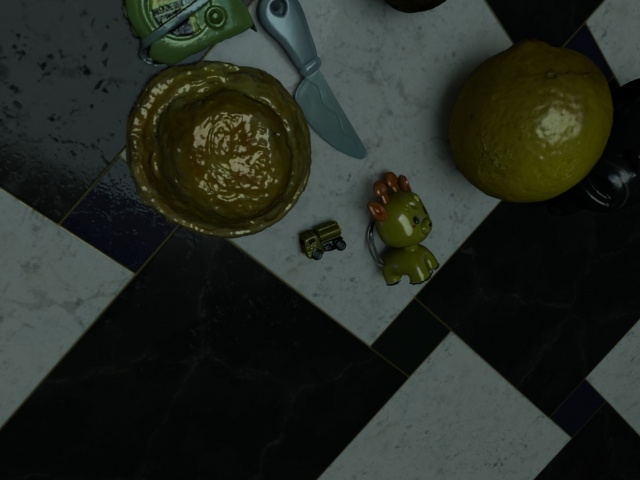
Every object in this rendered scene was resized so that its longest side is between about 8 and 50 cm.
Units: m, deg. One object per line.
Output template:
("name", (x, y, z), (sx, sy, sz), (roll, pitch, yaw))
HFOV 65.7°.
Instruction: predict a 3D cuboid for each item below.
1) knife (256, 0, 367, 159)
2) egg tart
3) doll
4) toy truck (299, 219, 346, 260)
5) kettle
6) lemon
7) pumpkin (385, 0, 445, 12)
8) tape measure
("knife", (-0.013, -0.263, 0.855), (0.080, 0.044, 0.331), (-34, 121, -6))
("egg tart", (-0.150, -0.133, 0.799), (0.319, 0.128, 0.318), (-7, 114, -17))
("doll", (0.155, -0.025, 0.967), (0.143, 0.135, 0.220), (-40, 117, -39))
("toy truck", (0.000, 0.000, 0.947), (0.083, 0.049, 0.054), (-21, 114, -13))
("kettle", (0.595, -0.155, 1.010), (0.290, 0.268, 0.207), (-40, 83, -21))
("lemon", (0.370, -0.207, 0.886), (0.293, 0.293, 0.293), (-7, 111, -18))
("pumpkin", (0.135, -0.467, 0.768), (0.219, 0.162, 0.218), (-7, 100, -43))
("tape measure", (-0.206, -0.342, 0.721), (0.178, 0.087, 0.154), (-30, 129, -6))
